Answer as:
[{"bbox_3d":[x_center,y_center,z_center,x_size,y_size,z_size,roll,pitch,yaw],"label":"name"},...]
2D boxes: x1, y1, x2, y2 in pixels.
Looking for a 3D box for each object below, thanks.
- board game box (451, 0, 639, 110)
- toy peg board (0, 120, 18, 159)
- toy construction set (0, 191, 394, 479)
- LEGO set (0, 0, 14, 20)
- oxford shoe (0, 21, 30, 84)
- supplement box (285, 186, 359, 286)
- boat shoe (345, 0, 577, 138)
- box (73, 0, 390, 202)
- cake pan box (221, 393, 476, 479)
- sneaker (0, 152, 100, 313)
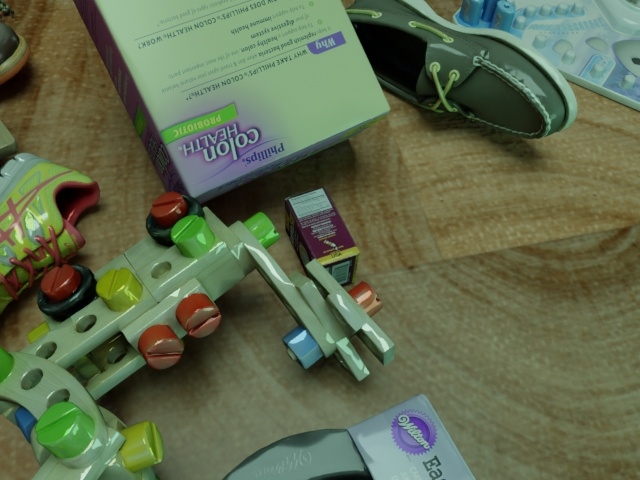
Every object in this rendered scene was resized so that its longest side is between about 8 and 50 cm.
[{"bbox_3d":[0.437,-0.329,0.837,0.390,0.050,0.390,31,60,18],"label":"board game box"},{"bbox_3d":[-0.408,-0.087,0.628,0.161,0.079,0.161,-32,63,-27],"label":"toy peg board"},{"bbox_3d":[-0.110,0.082,0.474,0.328,0.151,0.215,-25,41,-24],"label":"toy construction set"},{"bbox_3d":[-0.431,-0.278,0.791,0.083,0.023,0.054,-15,59,-28],"label":"LEGO set"},{"bbox_3d":[-0.514,-0.237,0.688,0.364,0.132,0.129,4,55,0],"label":"oxford shoe"},{"bbox_3d":[0.000,0.000,0.594,0.043,0.055,0.083,-18,58,-14],"label":"supplement box"},{"bbox_3d":[0.134,-0.191,0.701,0.091,0.109,0.305,-37,59,-23],"label":"boat shoe"},{"bbox_3d":[-0.089,-0.182,0.612,0.214,0.117,0.242,-27,94,-19],"label":"box"},{"bbox_3d":[0.024,0.262,0.412,0.246,0.070,0.266,-19,58,-17],"label":"cake pan box"},{"bbox_3d":[-0.268,0.004,0.567,0.094,0.081,0.208,11,56,2],"label":"sneaker"}]
